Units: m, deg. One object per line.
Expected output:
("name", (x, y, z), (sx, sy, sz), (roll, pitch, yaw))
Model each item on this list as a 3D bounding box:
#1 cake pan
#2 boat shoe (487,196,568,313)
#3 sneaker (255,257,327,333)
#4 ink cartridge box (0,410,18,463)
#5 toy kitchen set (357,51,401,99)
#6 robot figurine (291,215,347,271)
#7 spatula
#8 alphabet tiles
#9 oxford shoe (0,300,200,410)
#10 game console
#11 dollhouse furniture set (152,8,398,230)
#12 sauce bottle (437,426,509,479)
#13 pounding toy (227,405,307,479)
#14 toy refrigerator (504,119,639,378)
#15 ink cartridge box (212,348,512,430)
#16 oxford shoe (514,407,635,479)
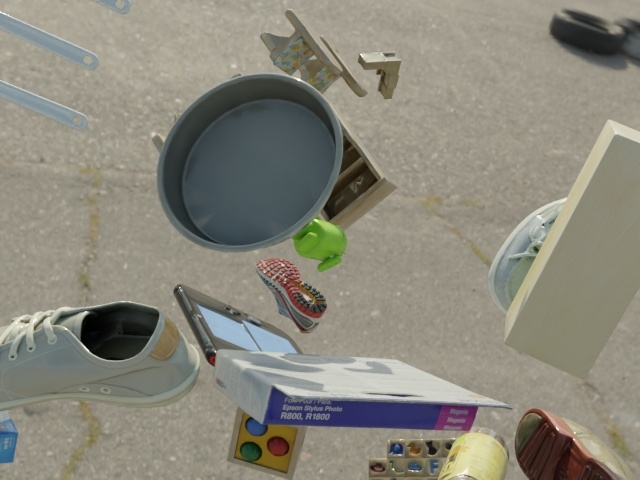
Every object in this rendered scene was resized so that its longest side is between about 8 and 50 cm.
("cake pan", (-0.102, -0.112, 1.169), (0.293, 0.293, 0.054), (34, -8, 26))
("boat shoe", (0.368, -0.010, 1.051), (0.118, 0.320, 0.103), (57, -1, -7))
("sneaker", (-0.078, 0.119, 1.721), (0.088, 0.093, 0.225), (-10, 42, -36))
("ink cartridge box", (-0.519, 0.287, 1.144), (0.122, 0.052, 0.088), (4, 16, -37))
("toy kitchen set", (0.099, -0.317, 1.466), (0.075, 0.083, 0.068), (-8, 45, -21))
("robot figurine", (0.000, 0.000, 1.321), (0.115, 0.067, 0.101), (12, 42, -53))
("spatula", (-0.305, -0.210, 0.705), (0.241, 0.168, 0.019), (21, -2, -19))
("alphabet tiles", (0.216, 0.510, 1.616), (0.237, 0.009, 0.198), (-4, 60, 11))
("oxford shoe", (-0.398, 0.157, 1.135), (0.448, 0.130, 0.169), (-1, 38, 10))
("game console", (-0.155, 0.242, 1.784), (0.342, 0.060, 0.386), (34, 4, -29))
("dollhouse furniture set", (-0.045, -0.181, 1.542), (0.257, 0.362, 0.394), (57, 17, 20))
("sauce bottle", (0.250, 0.443, 1.349), (0.111, 0.112, 0.344), (25, 21, 14))
("pounding toy", (-0.060, 0.326, 1.421), (0.180, 0.206, 0.094), (15, 23, 5))
("toy refrigerator", (0.313, 0.011, 0.887), (0.102, 0.270, 0.094), (23, 23, 6))
("ink cartridge box", (0.043, 0.223, 1.120), (0.323, 0.072, 0.330), (8, 1, -23))
("oxford shoe", (0.384, 0.341, 1.021), (0.130, 0.123, 0.348), (15, 21, -16))
